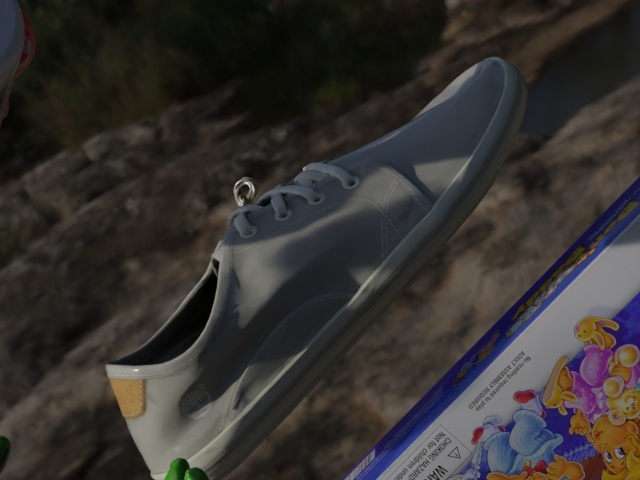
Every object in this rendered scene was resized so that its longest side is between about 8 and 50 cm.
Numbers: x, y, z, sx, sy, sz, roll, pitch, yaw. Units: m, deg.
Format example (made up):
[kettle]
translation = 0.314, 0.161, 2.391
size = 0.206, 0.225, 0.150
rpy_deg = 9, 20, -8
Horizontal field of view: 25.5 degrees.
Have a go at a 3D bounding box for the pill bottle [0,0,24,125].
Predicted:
[pill bottle]
translation = -0.212, -0.048, 0.665
size = 0.112, 0.112, 0.186
rpy_deg = -47, -7, -43

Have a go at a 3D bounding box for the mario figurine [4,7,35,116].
[mario figurine]
translation = -0.338, -0.077, 0.965
size = 0.320, 0.170, 0.198
rpy_deg = -28, 16, -18

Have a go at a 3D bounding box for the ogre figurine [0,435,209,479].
[ogre figurine]
translation = -0.099, 0.116, 0.497
size = 0.118, 0.097, 0.197
rpy_deg = -1, 5, -10

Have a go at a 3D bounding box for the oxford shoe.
[oxford shoe]
translation = 0.000, 0.000, 1.125
size = 0.449, 0.130, 0.169
rpy_deg = -47, 11, -13

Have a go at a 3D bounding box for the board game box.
[board game box]
translation = 0.208, 0.112, 0.825
size = 0.347, 0.233, 0.078
rpy_deg = -47, 4, 9

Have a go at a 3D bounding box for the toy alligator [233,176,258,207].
[toy alligator]
translation = -0.065, 0.036, 1.230
size = 0.056, 0.189, 0.051
rpy_deg = -13, -7, 31
